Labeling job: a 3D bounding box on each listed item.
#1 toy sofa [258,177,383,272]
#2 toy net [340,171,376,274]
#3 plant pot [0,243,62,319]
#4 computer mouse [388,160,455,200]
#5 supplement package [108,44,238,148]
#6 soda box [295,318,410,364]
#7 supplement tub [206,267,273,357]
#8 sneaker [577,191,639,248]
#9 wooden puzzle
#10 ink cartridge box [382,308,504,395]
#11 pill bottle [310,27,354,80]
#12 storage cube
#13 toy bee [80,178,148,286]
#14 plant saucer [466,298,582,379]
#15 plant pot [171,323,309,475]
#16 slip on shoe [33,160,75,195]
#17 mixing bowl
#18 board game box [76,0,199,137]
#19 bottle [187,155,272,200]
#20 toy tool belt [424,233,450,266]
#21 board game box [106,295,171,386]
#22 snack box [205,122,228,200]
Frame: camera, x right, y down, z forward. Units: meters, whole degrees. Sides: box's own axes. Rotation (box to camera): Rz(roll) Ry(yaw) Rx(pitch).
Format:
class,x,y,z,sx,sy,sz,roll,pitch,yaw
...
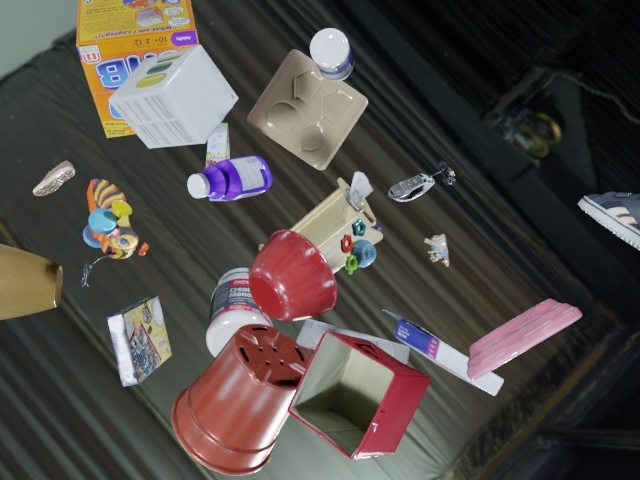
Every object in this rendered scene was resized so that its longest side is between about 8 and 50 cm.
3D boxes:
class,x,y,z,sx,sy,sz,roll,pitch,yaw
toy sofa,0.000,0.000,1.929,0.362,0.177,0.150,-40,-143,15
toy net,0.078,-0.044,1.485,0.122,0.232,0.045,-14,-169,-38
plant pot,-0.838,0.116,1.697,0.237,0.254,0.237,-174,-90,-77
computer mouse,0.283,-0.155,1.775,0.193,0.042,0.106,-24,-146,3
supplement package,-0.426,-0.411,1.835,0.262,0.198,0.199,3,-128,39
soda box,0.081,0.297,1.635,0.098,0.286,0.091,89,20,-48
supplement tub,-0.235,0.223,1.882,0.191,0.191,0.272,-44,-156,19
sneaker,0.709,-0.044,1.375,0.127,0.126,0.321,-55,-148,13
wooden puzzle,-0.048,-0.482,2.350,0.322,0.348,0.080,-56,-178,3
ink cartridge box,0.367,0.352,2.011,0.071,0.330,0.324,-59,-166,-4
pill bottle,0.033,-0.452,1.564,0.094,0.094,0.169,-43,173,6
storage cube,0.085,0.317,1.309,0.193,0.183,0.215,25,91,-56
toy bee,-0.542,-0.013,1.670,0.162,0.298,0.195,9,168,-29
plant saucer,0.517,0.251,1.654,0.332,0.084,0.332,-27,163,-9
plant pot,-0.171,0.356,1.487,0.265,0.272,0.272,-57,170,25
slip on shoe,-0.765,-0.178,1.804,0.135,0.041,0.051,-35,162,8
mixing bowl,-0.067,0.081,1.168,0.098,0.181,0.181,-34,171,-37
board game box,-0.581,-0.613,2.109,0.356,0.356,0.356,-10,139,-8
bottle,-0.260,-0.175,1.819,0.092,0.118,0.283,-29,176,36
toy tool belt,0.283,0.026,1.532,0.051,0.083,0.052,-8,-147,15
board game box,-0.435,0.237,1.536,0.042,0.165,0.243,-12,-176,5
snack box,-0.347,-0.266,2.145,0.174,0.070,0.207,97,-7,-53
